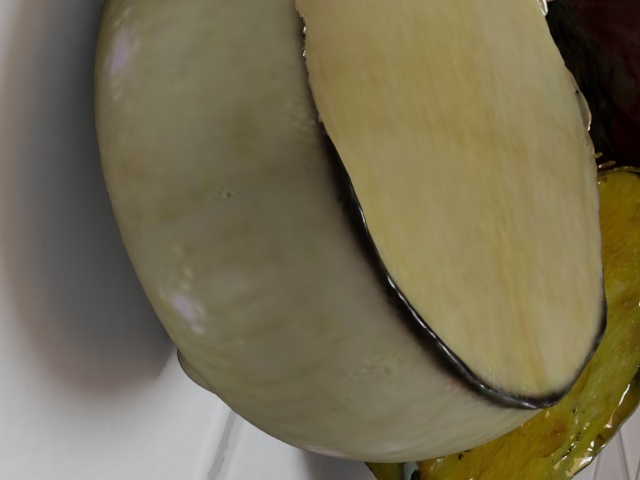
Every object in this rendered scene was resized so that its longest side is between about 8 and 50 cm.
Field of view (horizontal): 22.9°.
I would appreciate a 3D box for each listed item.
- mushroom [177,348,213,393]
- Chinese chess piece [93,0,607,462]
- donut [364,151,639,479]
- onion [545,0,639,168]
[{"bbox_3d":[0.000,0.004,0.767,0.223,0.081,0.092,-53,150,-51],"label":"mushroom"},{"bbox_3d":[0.022,-0.038,0.641,0.257,0.104,0.257,31,51,-49],"label":"Chinese chess piece"},{"bbox_3d":[0.111,0.054,0.972,0.272,0.107,0.272,-27,134,-33],"label":"donut"},{"bbox_3d":[0.282,-0.163,1.055,0.347,0.285,0.347,173,-90,-86],"label":"onion"}]
